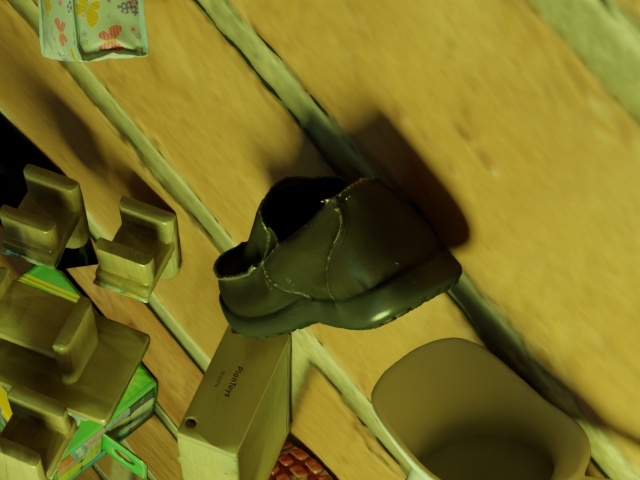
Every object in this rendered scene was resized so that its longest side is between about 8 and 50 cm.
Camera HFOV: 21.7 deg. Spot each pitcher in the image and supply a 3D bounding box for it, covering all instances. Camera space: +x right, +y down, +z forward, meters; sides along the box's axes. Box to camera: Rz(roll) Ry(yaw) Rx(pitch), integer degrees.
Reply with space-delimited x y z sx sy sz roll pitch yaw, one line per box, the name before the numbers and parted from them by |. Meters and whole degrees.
pitcher | 0.105 0.175 0.872 0.177 0.125 0.207 31 140 34

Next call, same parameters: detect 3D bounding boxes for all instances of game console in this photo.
game console | -0.291 -0.126 1.367 0.213 0.044 0.361 39 157 30

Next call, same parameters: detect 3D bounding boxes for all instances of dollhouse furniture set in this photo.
dollhouse furniture set | -0.151 0.103 1.195 0.242 0.212 0.161 20 151 10

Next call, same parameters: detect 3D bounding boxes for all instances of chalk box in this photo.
chalk box | -0.243 0.149 1.592 0.213 0.132 0.132 49 161 11

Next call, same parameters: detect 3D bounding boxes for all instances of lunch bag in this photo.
lunch bag | -0.129 -0.144 0.944 0.071 0.053 0.083 13 111 62

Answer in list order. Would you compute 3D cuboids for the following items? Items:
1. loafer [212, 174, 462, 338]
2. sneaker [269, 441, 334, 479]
loafer | 0.000 0.000 0.881 0.220 0.080 0.078 -10 106 63
sneaker | 0.004 0.252 1.275 0.225 0.088 0.093 54 173 15
